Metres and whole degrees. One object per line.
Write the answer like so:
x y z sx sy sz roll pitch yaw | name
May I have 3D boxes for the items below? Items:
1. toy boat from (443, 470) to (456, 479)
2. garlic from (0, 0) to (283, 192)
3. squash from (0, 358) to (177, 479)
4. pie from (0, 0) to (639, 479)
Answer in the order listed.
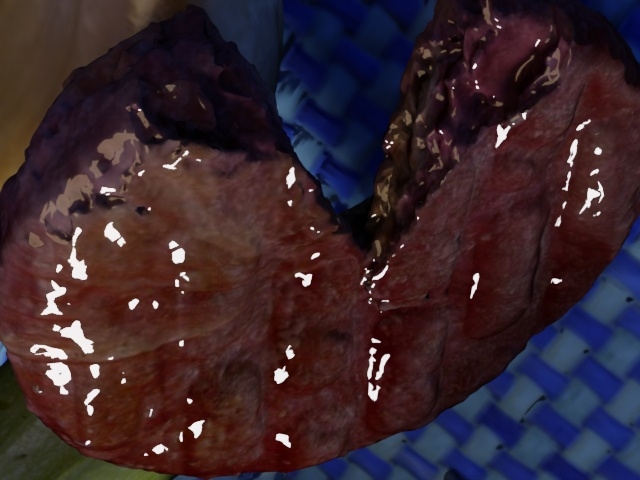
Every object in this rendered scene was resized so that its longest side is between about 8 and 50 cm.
0.070 0.158 0.661 0.096 0.034 0.122 9 120 20 | toy boat
-0.066 -0.080 0.546 0.128 0.115 0.207 31 130 11 | garlic
-0.124 0.102 0.625 0.094 0.224 0.094 20 131 25 | squash
0.000 0.000 0.517 0.054 0.218 0.204 63 144 39 | pie
